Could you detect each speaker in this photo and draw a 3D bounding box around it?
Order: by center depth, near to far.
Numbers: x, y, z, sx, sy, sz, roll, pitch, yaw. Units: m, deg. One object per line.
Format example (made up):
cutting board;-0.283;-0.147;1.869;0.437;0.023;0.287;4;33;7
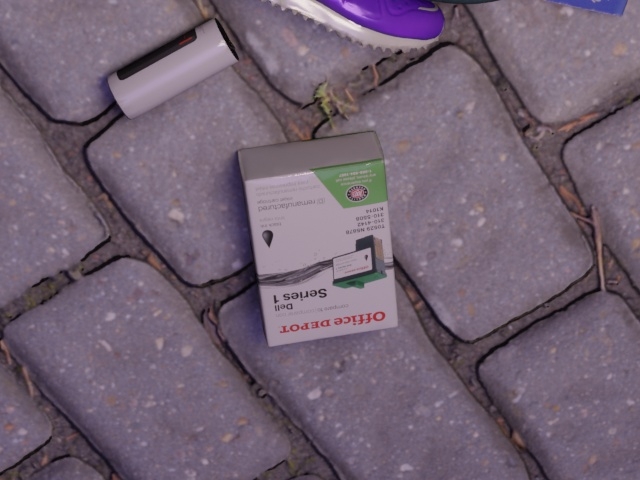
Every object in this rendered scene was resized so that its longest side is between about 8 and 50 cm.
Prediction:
speaker;-0.157;-0.184;1.606;0.136;0.055;0.055;-28;118;7

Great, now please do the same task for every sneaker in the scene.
sneaker;0.015;-0.300;1.543;0.293;0.102;0.146;20;113;-18

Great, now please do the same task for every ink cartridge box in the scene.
ink cartridge box;0.000;0.000;1.705;0.160;0.092;0.219;-9;118;-3

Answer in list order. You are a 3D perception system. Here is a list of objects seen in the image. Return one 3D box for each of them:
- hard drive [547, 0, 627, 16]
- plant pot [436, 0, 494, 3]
hard drive;0.267;-0.406;1.559;0.210;0.040;0.319;9;116;-13
plant pot;0.156;-0.352;1.408;0.293;0.196;0.293;-5;111;-13
